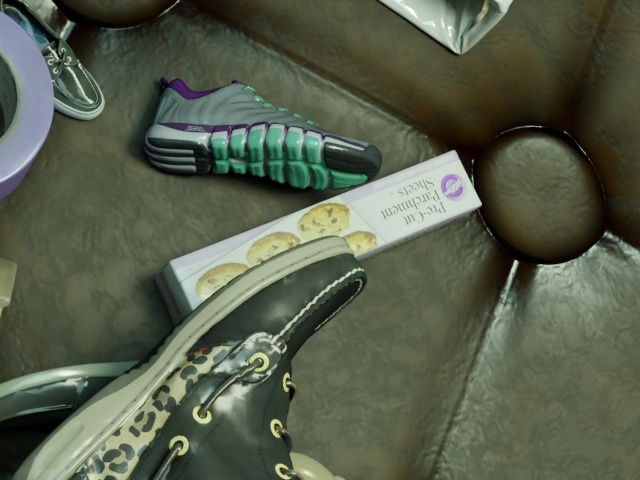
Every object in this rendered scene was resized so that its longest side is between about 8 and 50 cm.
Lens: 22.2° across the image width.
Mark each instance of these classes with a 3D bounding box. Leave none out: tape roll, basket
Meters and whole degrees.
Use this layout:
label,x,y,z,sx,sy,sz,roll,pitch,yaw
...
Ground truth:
label,x,y,z,sx,sy,sz,roll,pitch,yaw
tape roll,-0.338,-0.119,1.456,0.189,0.080,0.189,6,72,-19
basket,0.120,-0.291,1.664,0.167,0.113,0.103,34,61,-7

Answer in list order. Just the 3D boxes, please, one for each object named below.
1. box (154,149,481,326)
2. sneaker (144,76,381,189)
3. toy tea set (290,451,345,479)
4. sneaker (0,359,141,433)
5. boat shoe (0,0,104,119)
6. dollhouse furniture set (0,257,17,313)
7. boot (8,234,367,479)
label,x,y,z,sx,sy,sz,roll,pitch,yaw
box,0.000,0.000,1.552,0.324,0.063,0.067,-21,83,-25
sneaker,-0.051,-0.111,1.540,0.224,0.083,0.098,7,61,-1
toy tea set,0.048,0.342,1.457,0.336,0.124,0.200,29,36,-6
sneaker,-0.197,0.171,1.415,0.222,0.083,0.118,-7,76,-23
boat shoe,-0.256,-0.171,1.524,0.142,0.040,0.049,46,64,-2
dollhouse furniture set,-0.356,0.084,1.413,0.144,0.123,0.151,17,102,-11
boot,-0.035,0.191,1.327,0.284,0.138,0.377,44,59,15
